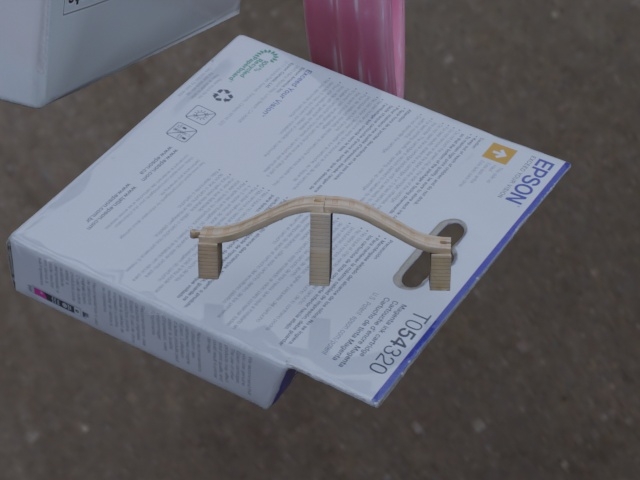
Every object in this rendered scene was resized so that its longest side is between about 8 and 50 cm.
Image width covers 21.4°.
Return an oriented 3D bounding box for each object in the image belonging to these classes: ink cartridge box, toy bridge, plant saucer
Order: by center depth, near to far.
[{"bbox_3d":[0.000,0.000,1.206,0.188,0.063,0.026,3,26,4],"label":"toy bridge"},{"bbox_3d":[-0.019,-0.012,1.345,0.330,0.071,0.324,25,46,21],"label":"ink cartridge box"},{"bbox_3d":[0.033,-0.275,1.601,0.084,0.332,0.332,0,50,6],"label":"plant saucer"}]

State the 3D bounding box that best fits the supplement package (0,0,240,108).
[{"bbox_3d":[-0.136,-0.212,0.617,0.199,0.263,0.198,14,20,14],"label":"supplement package"}]
